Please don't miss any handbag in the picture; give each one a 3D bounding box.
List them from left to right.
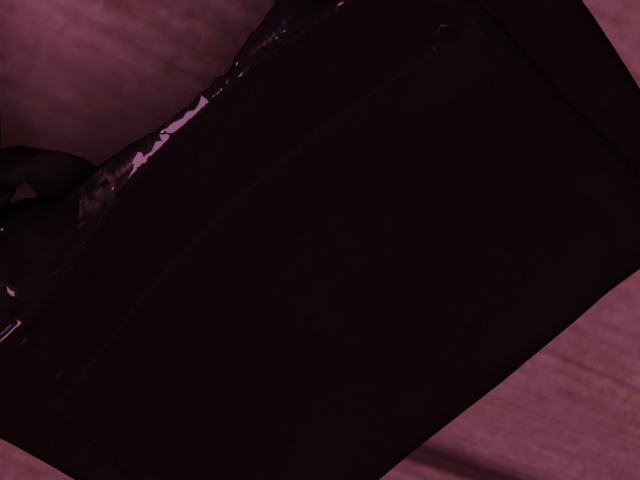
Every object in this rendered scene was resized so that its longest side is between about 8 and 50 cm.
[{"bbox_3d":[0.000,0.000,0.446,0.285,0.113,0.257,-40,140,6],"label":"handbag"}]
